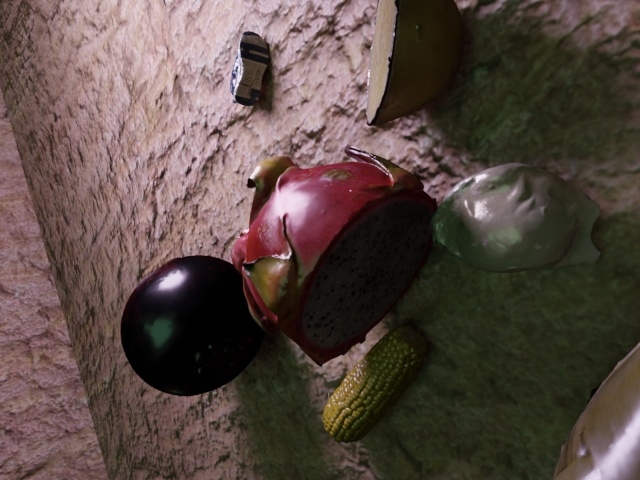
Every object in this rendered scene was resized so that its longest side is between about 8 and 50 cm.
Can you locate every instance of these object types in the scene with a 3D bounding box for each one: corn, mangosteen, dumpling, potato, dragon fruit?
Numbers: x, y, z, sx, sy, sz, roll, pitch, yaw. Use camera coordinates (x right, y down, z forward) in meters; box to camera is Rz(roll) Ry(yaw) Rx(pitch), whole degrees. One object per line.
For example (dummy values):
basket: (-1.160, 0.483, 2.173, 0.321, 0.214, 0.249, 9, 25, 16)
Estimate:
corn: (0.086, 0.247, 0.746, 0.091, 0.091, 0.260, 27, 120, -2)
mangosteen: (-0.265, 0.156, 0.931, 0.297, 0.297, 0.313, -51, 52, 36)
dumpling: (0.237, -0.027, 0.546, 0.199, 0.118, 0.136, 12, 108, 19)
potato: (0.131, -0.255, 0.605, 0.182, 0.117, 0.202, -107, 20, -73)
dragon fruit: (0.000, 0.000, 0.653, 0.226, 0.305, 0.305, 38, 121, 36)

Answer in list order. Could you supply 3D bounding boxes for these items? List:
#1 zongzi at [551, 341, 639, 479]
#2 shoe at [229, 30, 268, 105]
zongzi: (0.313, 0.106, 0.298, 0.181, 0.418, 0.447, 41, 129, 36)
shoe: (-0.148, -0.344, 0.895, 0.071, 0.064, 0.143, 29, 112, 57)
